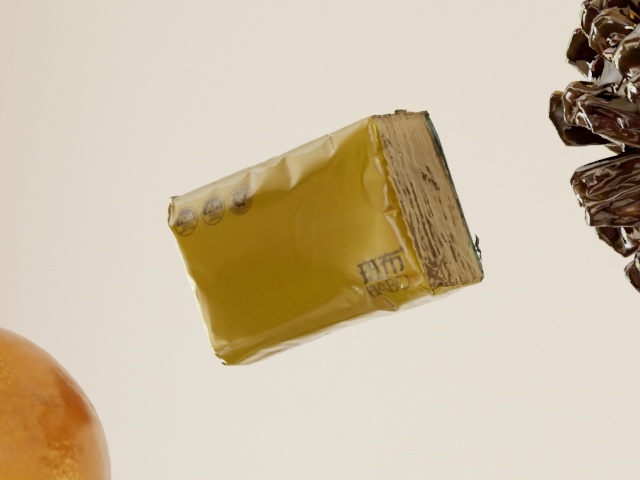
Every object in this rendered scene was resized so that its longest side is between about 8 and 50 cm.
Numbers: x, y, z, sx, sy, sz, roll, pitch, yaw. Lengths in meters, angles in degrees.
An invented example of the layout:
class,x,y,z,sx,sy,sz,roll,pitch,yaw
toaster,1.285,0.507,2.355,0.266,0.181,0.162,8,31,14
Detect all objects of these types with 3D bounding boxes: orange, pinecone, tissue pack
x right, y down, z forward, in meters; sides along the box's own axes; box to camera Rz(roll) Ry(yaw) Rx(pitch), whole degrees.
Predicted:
class,x,y,z,sx,sy,sz,roll,pitch,yaw
orange,-0.336,0.222,1.513,0.312,0.312,0.312,-3,-95,46
pinecone,0.389,-0.097,1.494,0.398,0.398,0.397,-3,-95,46
tissue pack,0.000,0.000,1.699,0.271,0.134,0.192,-22,-96,33
